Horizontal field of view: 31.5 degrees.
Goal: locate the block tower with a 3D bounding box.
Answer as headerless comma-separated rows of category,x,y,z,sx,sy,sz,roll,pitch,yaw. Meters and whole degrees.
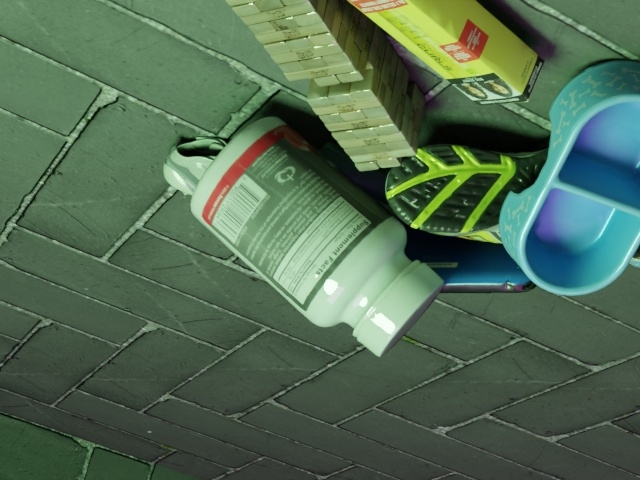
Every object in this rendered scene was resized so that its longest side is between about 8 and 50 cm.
block tower,0.019,-0.214,1.317,0.091,0.097,0.335,-6,148,28

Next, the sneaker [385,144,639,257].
sneaker,0.276,-0.061,1.486,0.384,0.145,0.147,10,180,0

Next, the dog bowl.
dog bowl,0.324,-0.063,1.338,0.165,0.074,0.297,19,117,-7

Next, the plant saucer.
plant saucer,0.072,-0.086,1.596,0.192,0.018,0.067,23,149,-21

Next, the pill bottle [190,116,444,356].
pill bottle,0.000,0.000,1.479,0.318,0.176,0.176,41,152,10

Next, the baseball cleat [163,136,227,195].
baseball cleat,-0.120,-0.083,1.617,0.205,0.072,0.109,17,146,-14

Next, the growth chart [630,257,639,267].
growth chart,0.476,0.002,1.602,0.237,0.021,0.172,12,152,1

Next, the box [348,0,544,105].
box,0.139,-0.233,1.254,0.232,0.058,0.087,33,163,-33

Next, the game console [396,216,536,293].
game console,0.197,0.057,1.657,0.293,0.250,0.173,-2,122,22
